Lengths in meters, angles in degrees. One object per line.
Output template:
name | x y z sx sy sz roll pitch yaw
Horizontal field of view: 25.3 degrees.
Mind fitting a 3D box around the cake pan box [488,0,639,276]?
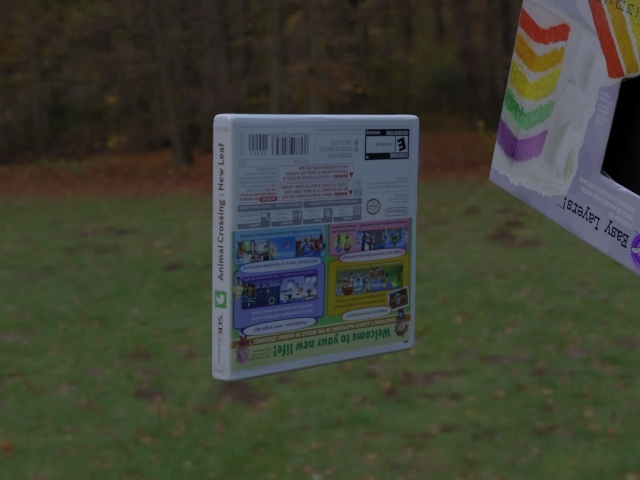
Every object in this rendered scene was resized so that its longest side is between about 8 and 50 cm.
cake pan box | 0.267 -0.117 1.260 0.070 0.246 0.267 -8 29 -29

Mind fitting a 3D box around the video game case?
video game case | 0.000 0.000 1.096 0.023 0.193 0.212 6 7 42
